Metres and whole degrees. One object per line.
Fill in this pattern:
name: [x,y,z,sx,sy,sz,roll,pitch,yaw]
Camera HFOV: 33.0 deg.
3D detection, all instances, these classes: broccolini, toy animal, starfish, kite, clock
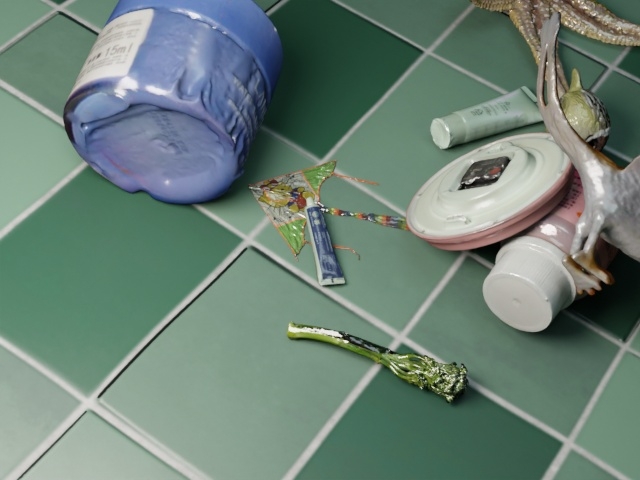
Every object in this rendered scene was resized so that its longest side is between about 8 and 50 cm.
broccolini: [0.071,0.147,1.357,0.239,0.051,0.054,17,96,6]
toy animal: [0.356,-0.091,1.331,0.284,0.225,0.302,27,73,-8]
starfish: [0.385,-0.423,1.803,0.398,0.132,0.384,-25,67,-41]
toy animal: [0.398,-0.188,1.635,0.098,0.098,0.137,19,70,6]
kite: [0.014,-0.042,1.515,0.244,0.006,0.198,15,51,2]
clock: [0.228,-0.073,1.460,0.244,0.056,0.244,-25,23,11]

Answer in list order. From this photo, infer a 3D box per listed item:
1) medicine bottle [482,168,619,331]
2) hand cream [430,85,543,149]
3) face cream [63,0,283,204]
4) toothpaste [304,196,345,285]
medicine bottle: [0.318,0.006,1.444,0.147,0.147,0.247,32,54,15]
hand cream: [0.261,-0.188,1.647,0.205,0.050,0.078,-19,55,-28]
face cream: [-0.195,-0.198,1.452,0.249,0.249,0.225,16,57,3]
toothpaste: [0.000,0.000,1.464,0.037,0.021,0.140,-6,61,-15]
